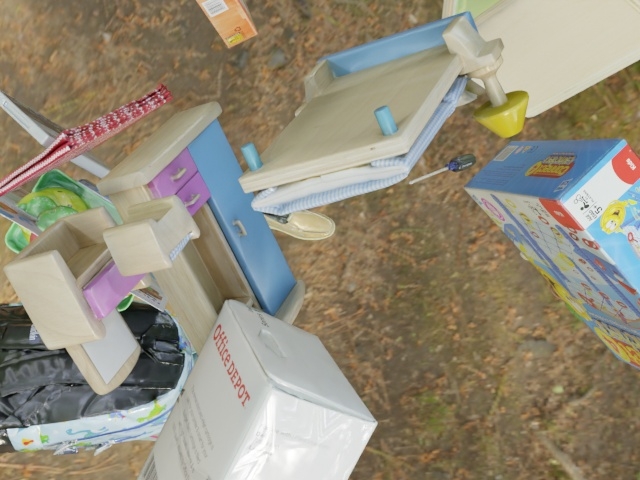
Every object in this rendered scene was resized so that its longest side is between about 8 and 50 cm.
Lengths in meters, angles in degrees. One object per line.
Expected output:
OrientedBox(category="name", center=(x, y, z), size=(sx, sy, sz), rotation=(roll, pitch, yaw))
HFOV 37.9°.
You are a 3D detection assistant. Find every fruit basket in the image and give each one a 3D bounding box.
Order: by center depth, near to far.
OrientedBox(category="fruit basket", center=(-0.375, -0.004, 1.490), size=(0.327, 0.353, 0.165), rotation=(32, 85, -7))

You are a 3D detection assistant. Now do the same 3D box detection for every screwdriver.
OrientedBox(category="screwdriver", center=(0.171, -0.100, 1.297), size=(0.024, 0.025, 0.170), rotation=(49, 34, 15))

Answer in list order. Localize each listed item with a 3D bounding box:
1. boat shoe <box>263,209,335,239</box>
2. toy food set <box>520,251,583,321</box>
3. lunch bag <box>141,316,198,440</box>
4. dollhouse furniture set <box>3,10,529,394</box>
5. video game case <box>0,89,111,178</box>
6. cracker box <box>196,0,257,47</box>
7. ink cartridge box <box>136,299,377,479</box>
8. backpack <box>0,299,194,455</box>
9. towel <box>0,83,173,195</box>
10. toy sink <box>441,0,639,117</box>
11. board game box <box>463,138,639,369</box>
OrientedBox(category="boat shoe", center=(-0.061, -0.046, 2.095), size=(0.190, 0.072, 0.068), rotation=(8, 73, 4))
OrientedBox(category="toy food set", center=(0.454, 0.076, 1.585), size=(0.128, 0.071, 0.218), rotation=(-36, 63, -16))
OrientedBox(category="lunch bag", center=(-0.334, 0.274, 1.924), size=(0.224, 0.160, 0.262), rotation=(4, 63, 9))
OrientedBox(category="dollhouse furniture set", center=(0.000, 0.000, 0.695), size=(0.198, 0.304, 0.286), rotation=(64, 32, -22))
OrientedBox(category="video game case", center=(-0.452, -0.176, 1.587), size=(0.173, 0.190, 0.022), rotation=(39, 92, 30))
OrientedBox(category="cracker box", center=(-0.198, -0.482, 1.666), size=(0.067, 0.155, 0.232), rotation=(-24, 64, 7))
OrientedBox(category="ink cartridge box", center=(-0.064, 0.177, 0.697), size=(0.093, 0.160, 0.219), rotation=(24, 100, -23))
OrientedBox(category="backpack", center=(-0.400, 0.234, 1.650), size=(0.356, 0.273, 0.290), rotation=(-15, 52, 4))
OrientedBox(category="towel", center=(-0.357, -0.149, 1.388), size=(0.031, 0.199, 0.275), rotation=(59, 32, -9))
OrientedBox(category="toy sink", center=(0.224, -0.238, 0.785), size=(0.131, 0.234, 0.152), rotation=(28, 55, -29))
OrientedBox(category="board game box", center=(0.324, 0.028, 1.012), size=(0.086, 0.308, 0.302), rotation=(-43, 99, -2))
